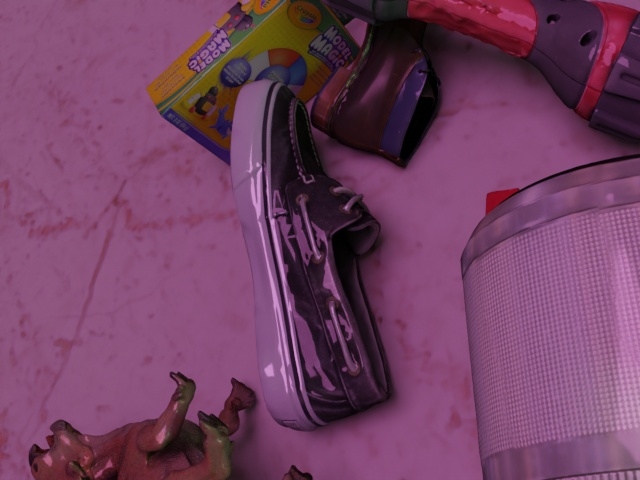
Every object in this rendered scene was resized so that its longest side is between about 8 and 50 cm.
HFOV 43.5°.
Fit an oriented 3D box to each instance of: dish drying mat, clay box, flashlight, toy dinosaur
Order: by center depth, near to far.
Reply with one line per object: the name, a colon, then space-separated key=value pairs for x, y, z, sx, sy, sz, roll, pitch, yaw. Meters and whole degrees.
flashlight: x=0.143 y=-0.181 z=0.669 sx=0.304 sy=0.103 sz=0.103 roll=25 pitch=87 yaw=14
toy dinosaur: x=-0.125 y=0.226 z=0.669 sx=0.200 sy=0.127 sz=0.296 roll=-55 pitch=37 yaw=2
dish drying mat: x=0.159 y=-0.005 z=0.697 sx=0.032 sy=0.008 sz=0.083 roll=-7 pitch=68 yaw=29
clay box: x=-0.054 y=-0.186 z=0.825 sx=0.222 sy=0.127 sz=0.053 roll=-40 pitch=56 yaw=11

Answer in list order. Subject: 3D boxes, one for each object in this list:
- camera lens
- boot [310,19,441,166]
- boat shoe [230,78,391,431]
camera lens: x=0.206 y=0.099 z=0.494 sx=0.219 sy=0.219 sz=0.274 roll=-13 pitch=63 yaw=25
boot: x=0.091 y=-0.177 z=0.776 sx=0.106 sy=0.082 sz=0.219 roll=37 pitch=100 yaw=25
boat shoe: x=0.000 y=0.000 z=0.737 sx=0.119 sy=0.121 sz=0.335 roll=-14 pitch=74 yaw=17
